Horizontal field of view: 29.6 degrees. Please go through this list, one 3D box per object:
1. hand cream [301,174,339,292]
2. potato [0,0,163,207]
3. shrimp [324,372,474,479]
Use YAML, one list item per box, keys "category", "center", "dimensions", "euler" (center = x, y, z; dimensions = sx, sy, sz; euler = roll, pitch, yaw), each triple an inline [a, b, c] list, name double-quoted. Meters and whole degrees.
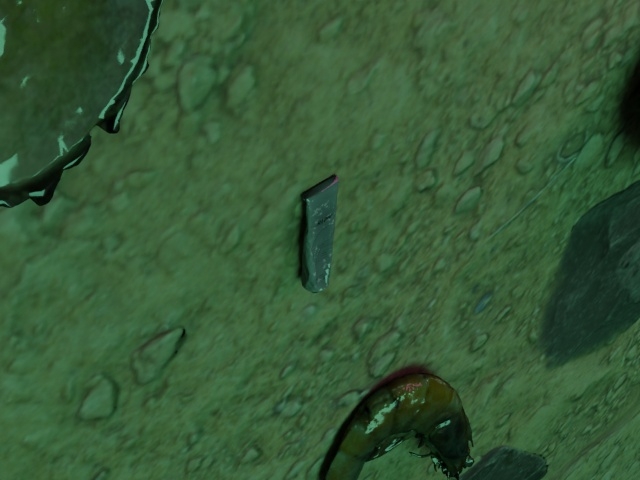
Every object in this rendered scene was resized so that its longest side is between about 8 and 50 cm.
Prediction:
- category: "hand cream"
  center: [0.000, 0.000, 0.811]
  dimensions: [0.030, 0.019, 0.093]
  euler: [-29, 143, -32]
- category: "potato"
  center: [-0.137, -0.136, 0.401]
  dimensions: [0.138, 0.098, 0.243]
  euler: [-45, 143, -15]
- category: "shrimp"
  center: [0.074, 0.197, 1.110]
  dimensions: [0.150, 0.051, 0.217]
  euler: [-42, 142, -4]
